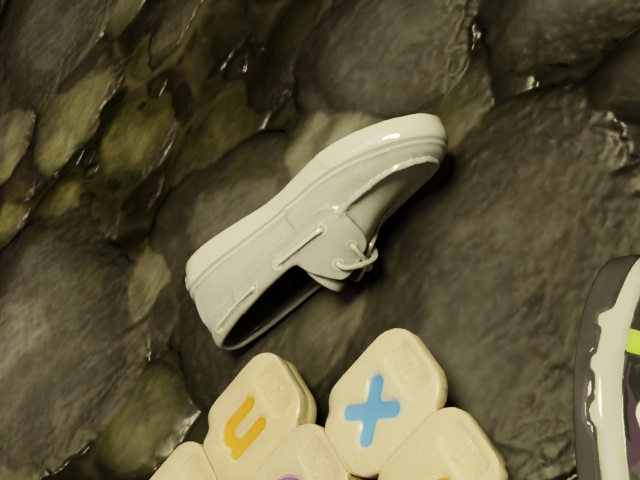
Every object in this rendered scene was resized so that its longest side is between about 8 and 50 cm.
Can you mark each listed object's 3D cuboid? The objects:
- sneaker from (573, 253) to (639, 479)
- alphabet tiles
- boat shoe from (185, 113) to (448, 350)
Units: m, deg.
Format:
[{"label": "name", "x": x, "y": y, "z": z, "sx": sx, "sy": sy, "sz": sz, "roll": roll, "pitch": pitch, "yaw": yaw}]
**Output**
[{"label": "sneaker", "x": 0.153, "y": 0.117, "z": 0.490, "sx": 0.097, "sy": 0.084, "sz": 0.234, "roll": -3, "pitch": 65, "yaw": 13}, {"label": "alphabet tiles", "x": -0.006, "y": 0.191, "z": 0.601, "sx": 0.278, "sy": 0.021, "sz": 0.284, "roll": -51, "pitch": 45, "yaw": 15}, {"label": "boat shoe", "x": 0.000, "y": 0.000, "z": 0.680, "sx": 0.184, "sy": 0.066, "sz": 0.063, "roll": -32, "pitch": 64, "yaw": 21}]
